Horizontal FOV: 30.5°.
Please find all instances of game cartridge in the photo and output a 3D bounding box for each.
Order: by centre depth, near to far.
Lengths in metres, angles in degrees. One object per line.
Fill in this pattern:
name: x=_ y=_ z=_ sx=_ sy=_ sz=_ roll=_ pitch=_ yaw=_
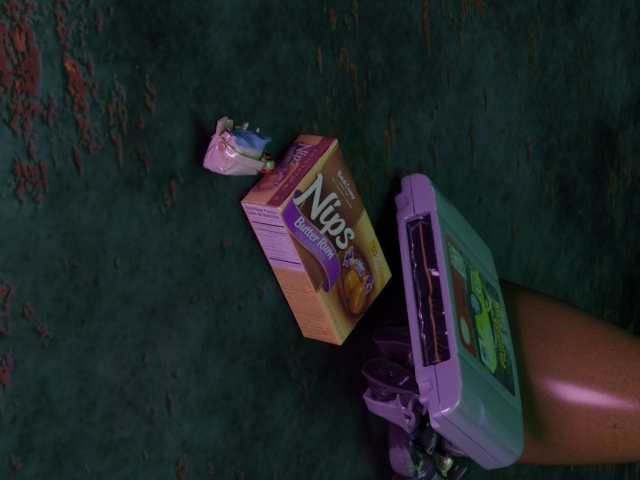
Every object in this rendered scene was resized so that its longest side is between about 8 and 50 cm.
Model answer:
game cartridge: x=0.155 y=0.091 z=1.290 sx=0.196 sy=0.060 sz=0.294 roll=47 pitch=31 yaw=-50

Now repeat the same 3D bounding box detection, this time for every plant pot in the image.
plant pot: x=0.315 y=0.185 z=1.461 sx=0.237 sy=0.254 sz=0.237 roll=-17 pitch=111 yaw=-51

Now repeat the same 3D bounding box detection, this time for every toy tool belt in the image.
toy tool belt: x=-0.068 y=-0.087 z=1.071 sx=0.083 sy=0.052 sz=0.051 roll=-6 pitch=110 yaw=-52

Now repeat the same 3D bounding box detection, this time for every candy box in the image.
candy box: x=0.000 y=0.000 z=1.177 sx=0.109 sy=0.053 sz=0.187 roll=-51 pitch=135 yaw=-33

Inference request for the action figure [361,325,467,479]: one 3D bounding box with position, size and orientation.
action figure: x=0.108 y=0.243 z=1.335 sx=0.185 sy=0.099 sz=0.285 roll=-47 pitch=135 yaw=-43
